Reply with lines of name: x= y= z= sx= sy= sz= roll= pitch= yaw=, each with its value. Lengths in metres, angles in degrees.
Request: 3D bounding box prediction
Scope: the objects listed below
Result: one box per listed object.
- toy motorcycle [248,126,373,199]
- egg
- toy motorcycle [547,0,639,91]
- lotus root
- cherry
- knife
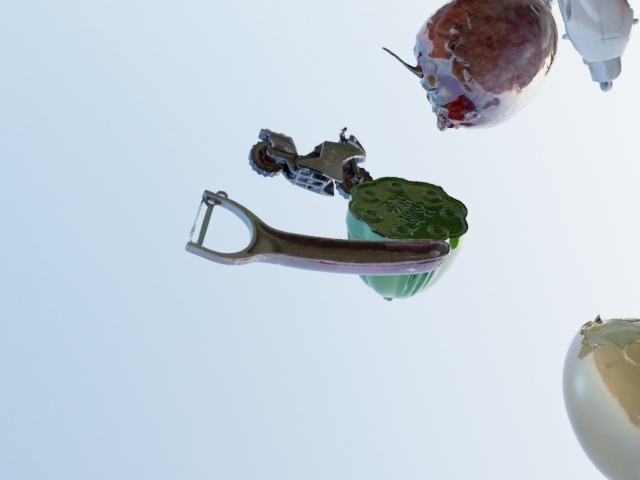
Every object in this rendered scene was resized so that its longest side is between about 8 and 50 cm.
toy motorcycle: x=-0.009 y=-0.140 z=1.614 sx=0.215 sy=0.080 sz=0.122 roll=16 pitch=-120 yaw=-8
egg: x=0.426 y=0.218 z=1.285 sx=0.201 sy=0.201 sz=0.244 roll=-4 pitch=-90 yaw=-35
toy motorcycle: x=0.351 y=-0.329 z=1.251 sx=0.171 sy=0.110 sz=0.260 roll=28 pitch=-127 yaw=-75
lotus root: x=0.112 y=0.021 z=1.403 sx=0.186 sy=0.186 sz=0.186 roll=16 pitch=-143 yaw=-13
cherry: x=0.244 y=-0.271 z=1.386 sx=0.250 sy=0.175 sz=0.192 roll=-39 pitch=-80 yaw=-16
knife: x=0.000 y=0.002 z=1.054 sx=0.278 sy=0.053 sz=0.123 roll=8 pitch=-140 yaw=0
